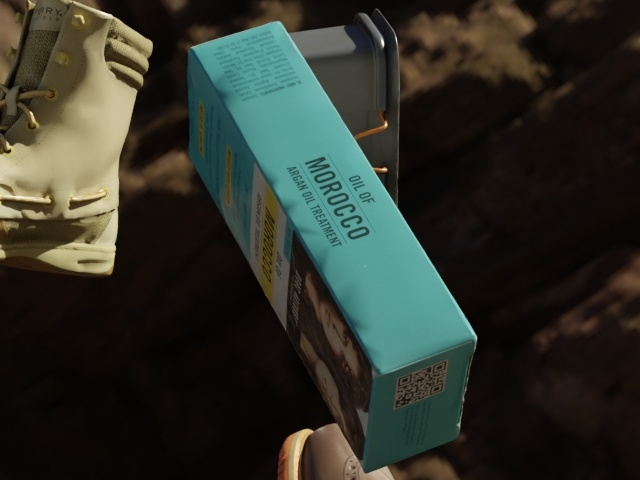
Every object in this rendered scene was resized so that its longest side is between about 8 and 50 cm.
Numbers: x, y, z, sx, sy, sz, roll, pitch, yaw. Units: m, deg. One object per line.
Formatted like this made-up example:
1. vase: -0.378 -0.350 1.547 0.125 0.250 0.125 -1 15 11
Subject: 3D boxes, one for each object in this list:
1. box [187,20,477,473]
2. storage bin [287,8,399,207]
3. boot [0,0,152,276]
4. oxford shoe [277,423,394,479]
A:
1. box: 0.000 0.000 1.057 0.060 0.244 0.100 -19 -34 -17
2. storage bin: -0.001 -0.071 1.213 0.091 0.098 0.135 -5 -66 -9
3. boot: -0.231 -0.085 1.399 0.262 0.095 0.203 12 -88 -51
4. oxford shoe: 0.083 0.208 1.087 0.132 0.364 0.130 -40 -52 4
